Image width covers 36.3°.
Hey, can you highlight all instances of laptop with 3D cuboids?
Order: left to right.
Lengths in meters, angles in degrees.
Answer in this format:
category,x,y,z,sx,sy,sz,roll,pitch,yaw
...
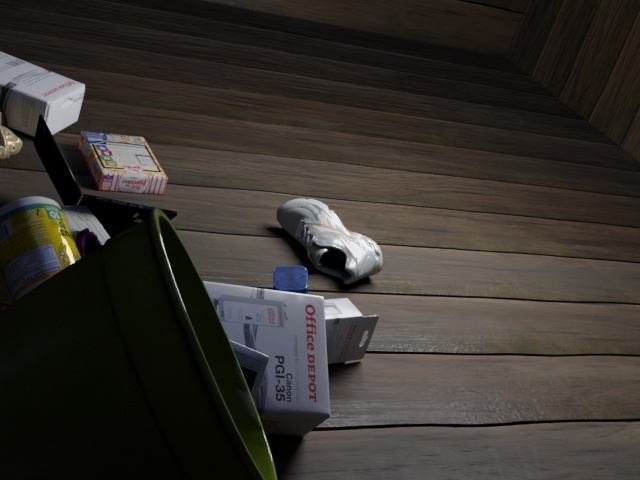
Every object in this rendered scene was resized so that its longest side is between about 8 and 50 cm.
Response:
category,x,y,z,sx,sy,sz,roll,pitch,yaw
laptop,-0.406,-0.114,1.814,0.264,0.137,0.234,11,-10,-17

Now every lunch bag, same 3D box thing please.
category,x,y,z,sx,sy,sz,roll,pitch,yaw
lunch bag,-0.057,0.095,1.855,0.067,0.065,0.098,1,30,-2

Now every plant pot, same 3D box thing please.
category,x,y,z,sx,sy,sz,roll,pitch,yaw
plant pot,-0.282,0.197,1.157,0.352,0.367,0.366,-23,36,-3

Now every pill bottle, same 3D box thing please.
category,x,y,z,sx,sy,sz,roll,pitch,yaw
pill bottle,-0.414,0.048,1.464,0.117,0.117,0.208,-7,61,-41

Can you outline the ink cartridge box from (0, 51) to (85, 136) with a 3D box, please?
category,x,y,z,sx,sy,sz,roll,pitch,yaw
ink cartridge box,-0.680,-0.330,2.198,0.237,0.100,0.172,22,27,7

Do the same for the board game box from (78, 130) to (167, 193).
category,x,y,z,sx,sy,sz,roll,pitch,yaw
board game box,-0.432,-0.171,2.125,0.146,0.045,0.193,3,31,-30

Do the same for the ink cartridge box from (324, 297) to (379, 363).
category,x,y,z,sx,sy,sz,roll,pitch,yaw
ink cartridge box,0.005,0.163,1.724,0.180,0.104,0.060,-1,32,-36

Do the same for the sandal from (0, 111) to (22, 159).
category,x,y,z,sx,sy,sz,roll,pitch,yaw
sandal,-0.653,-0.209,2.006,0.079,0.088,0.240,5,24,-13

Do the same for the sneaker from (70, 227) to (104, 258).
category,x,y,z,sx,sy,sz,roll,pitch,yaw
sneaker,-0.337,0.076,1.566,0.224,0.098,0.083,53,57,-19

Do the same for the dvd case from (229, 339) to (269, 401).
category,x,y,z,sx,sy,sz,roll,pitch,yaw
dvd case,-0.192,0.238,1.351,0.179,0.029,0.239,24,66,-10

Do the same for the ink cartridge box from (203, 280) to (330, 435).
category,x,y,z,sx,sy,sz,roll,pitch,yaw
ink cartridge box,-0.135,0.179,1.495,0.283,0.117,0.207,8,62,-22

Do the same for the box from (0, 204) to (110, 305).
category,x,y,z,sx,sy,sz,roll,pitch,yaw
box,-0.514,0.030,1.612,0.311,0.121,0.148,-3,34,-37

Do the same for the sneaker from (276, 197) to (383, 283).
category,x,y,z,sx,sy,sz,roll,pitch,yaw
sneaker,0.000,0.000,2.039,0.262,0.099,0.121,31,33,24

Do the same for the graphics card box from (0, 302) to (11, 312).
category,x,y,z,sx,sy,sz,roll,pitch,yaw
graphics card box,-0.622,0.152,1.344,0.370,0.094,0.233,12,27,-16
